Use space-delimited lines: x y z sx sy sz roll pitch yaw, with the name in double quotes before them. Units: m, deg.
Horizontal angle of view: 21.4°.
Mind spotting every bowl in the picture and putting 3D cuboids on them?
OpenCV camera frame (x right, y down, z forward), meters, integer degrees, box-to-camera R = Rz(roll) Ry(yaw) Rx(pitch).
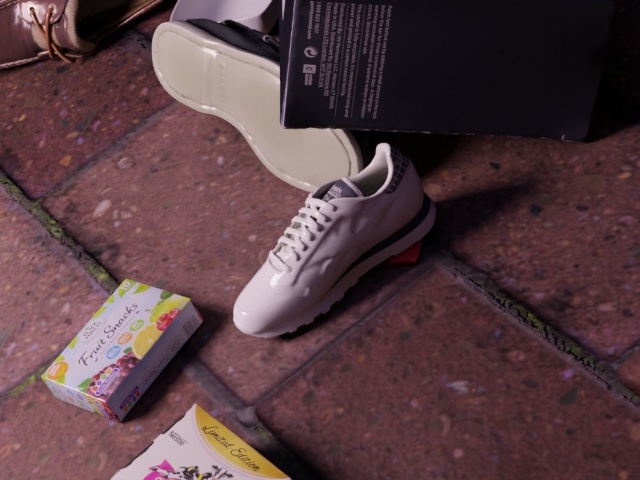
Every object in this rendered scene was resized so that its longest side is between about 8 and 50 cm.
"bowl" -0.100 -0.293 2.079 0.142 0.053 0.142 -3 45 28

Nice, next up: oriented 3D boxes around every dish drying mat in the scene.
"dish drying mat" 0.091 -0.007 1.696 0.032 0.008 0.083 -8 44 26

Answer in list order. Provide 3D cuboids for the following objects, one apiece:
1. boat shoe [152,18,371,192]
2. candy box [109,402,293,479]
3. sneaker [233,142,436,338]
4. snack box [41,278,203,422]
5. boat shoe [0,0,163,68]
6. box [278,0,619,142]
"boat shoe" -0.043 -0.158 1.855 0.113 0.127 0.340 -20 35 -38
"candy box" -0.140 0.269 1.475 0.233 0.071 0.159 -41 41 -17
"sneaker" 0.000 0.000 1.667 0.235 0.095 0.090 -40 41 -7
"snack box" -0.199 0.109 1.709 0.100 0.037 0.141 14 54 40
"boat shoe" -0.327 -0.292 2.159 0.342 0.123 0.123 -21 38 -2
"box" 0.117 -0.279 1.756 0.313 0.179 0.343 3 42 -5
